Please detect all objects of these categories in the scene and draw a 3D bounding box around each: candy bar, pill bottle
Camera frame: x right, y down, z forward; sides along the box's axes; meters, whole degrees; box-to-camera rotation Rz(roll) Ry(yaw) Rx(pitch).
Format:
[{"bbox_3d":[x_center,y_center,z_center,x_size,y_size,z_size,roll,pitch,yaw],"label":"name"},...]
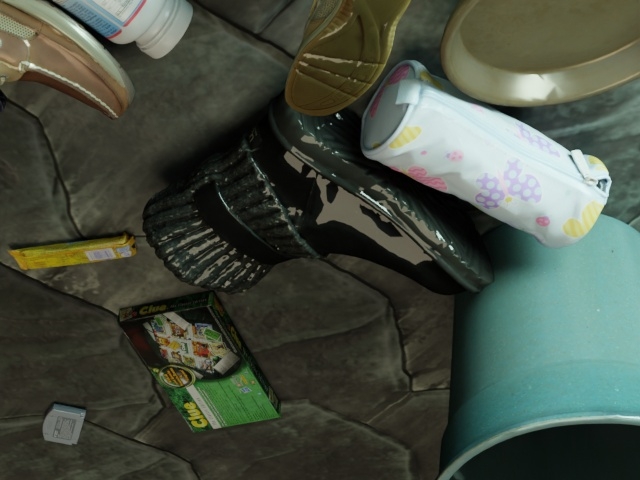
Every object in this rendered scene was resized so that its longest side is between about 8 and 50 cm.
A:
[{"bbox_3d":[-0.303,0.015,1.561,0.161,0.018,0.040,-8,140,10],"label":"candy bar"},{"bbox_3d":[-0.205,-0.246,1.225,0.160,0.087,0.087,34,129,-30],"label":"pill bottle"}]

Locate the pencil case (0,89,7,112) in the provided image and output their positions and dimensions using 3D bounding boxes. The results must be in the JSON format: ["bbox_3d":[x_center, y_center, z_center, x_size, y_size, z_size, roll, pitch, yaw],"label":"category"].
[{"bbox_3d":[-0.505,-0.190,1.246,0.167,0.160,0.386,-32,127,32],"label":"pencil case"}]

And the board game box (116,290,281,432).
[{"bbox_3d":[-0.159,0.169,1.715,0.136,0.030,0.260,-13,135,12],"label":"board game box"}]

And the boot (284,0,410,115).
[{"bbox_3d":[0.024,-0.235,1.170,0.077,0.165,0.213,14,130,-21],"label":"boot"}]

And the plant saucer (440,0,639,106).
[{"bbox_3d":[0.247,-0.218,1.215,0.277,0.041,0.278,-9,155,-4],"label":"plant saucer"}]

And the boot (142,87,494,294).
[{"bbox_3d":[0.000,-0.003,1.443,0.348,0.131,0.260,38,120,-19],"label":"boot"}]

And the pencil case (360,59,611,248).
[{"bbox_3d":[0.176,-0.088,1.353,0.273,0.114,0.124,24,173,-20],"label":"pencil case"}]

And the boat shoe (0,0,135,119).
[{"bbox_3d":[-0.332,-0.203,1.229,0.324,0.123,0.116,33,85,-20],"label":"boat shoe"}]

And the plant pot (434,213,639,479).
[{"bbox_3d":[0.288,0.166,1.470,0.341,0.334,0.341,1,138,1],"label":"plant pot"}]

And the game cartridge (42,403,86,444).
[{"bbox_3d":[-0.372,0.265,1.836,0.056,0.017,0.083,11,137,-14],"label":"game cartridge"}]
